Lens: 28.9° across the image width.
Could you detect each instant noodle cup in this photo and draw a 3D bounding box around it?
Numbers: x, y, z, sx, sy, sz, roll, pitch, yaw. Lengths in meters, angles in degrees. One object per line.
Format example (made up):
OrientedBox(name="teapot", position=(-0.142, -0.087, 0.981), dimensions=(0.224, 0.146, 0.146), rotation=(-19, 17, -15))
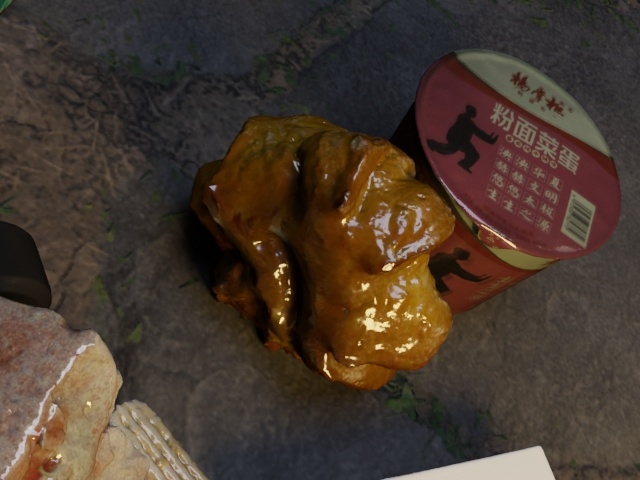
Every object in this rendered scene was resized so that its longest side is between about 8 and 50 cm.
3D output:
OrientedBox(name="instant noodle cup", position=(0.148, -0.046, 1.224), dimensions=(0.235, 0.178, 0.234), rotation=(16, 54, -23))

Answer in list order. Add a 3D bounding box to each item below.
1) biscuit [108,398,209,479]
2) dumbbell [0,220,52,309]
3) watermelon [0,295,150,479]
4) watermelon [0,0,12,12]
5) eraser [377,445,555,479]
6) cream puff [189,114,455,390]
OrientedBox(name="biscuit", position=(-0.105, 0.238, 0.921), dimensions=(0.239, 0.108, 0.062), rotation=(51, 26, 7))
OrientedBox(name="dumbbell", position=(-0.305, -0.025, 0.939), dimensions=(0.152, 0.152, 0.218), rotation=(-7, 65, -36))
OrientedBox(name="watermelon", position=(-0.226, 0.149, 0.776), dimensions=(0.232, 0.193, 0.310), rotation=(-16, 61, -10))
OrientedBox(name="watermelon", position=(-0.344, -0.259, 1.115), dimensions=(0.231, 0.128, 0.146), rotation=(5, 76, -32))
OrientedBox(name="eraser", position=(0.073, 0.244, 1.053), dimensions=(0.298, 0.076, 0.078), rotation=(-4, 63, -35))
OrientedBox(name="cream puff", position=(0.000, 0.000, 1.086), dimensions=(0.269, 0.241, 0.155), rotation=(27, 36, 25))
